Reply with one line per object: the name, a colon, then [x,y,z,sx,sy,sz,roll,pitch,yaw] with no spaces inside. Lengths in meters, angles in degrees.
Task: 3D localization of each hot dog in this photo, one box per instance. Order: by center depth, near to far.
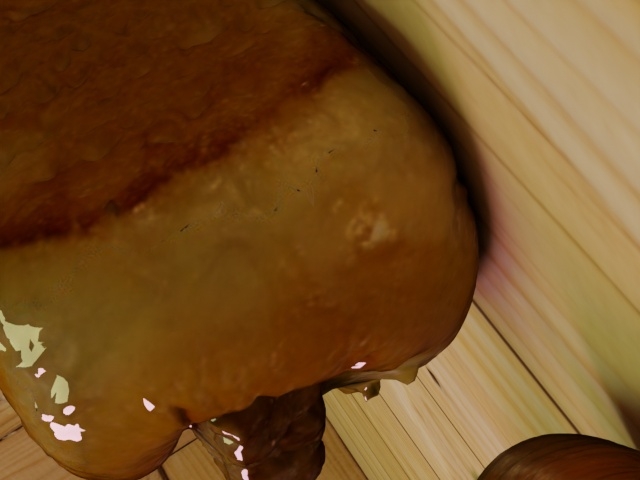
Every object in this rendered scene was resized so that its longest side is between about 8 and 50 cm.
hot dog: [-0.072,-0.027,0.693,0.405,0.185,0.223,52,171,52]

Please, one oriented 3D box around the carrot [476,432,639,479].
carrot: [0.098,0.108,0.467,0.087,0.087,0.193,58,173,-7]
